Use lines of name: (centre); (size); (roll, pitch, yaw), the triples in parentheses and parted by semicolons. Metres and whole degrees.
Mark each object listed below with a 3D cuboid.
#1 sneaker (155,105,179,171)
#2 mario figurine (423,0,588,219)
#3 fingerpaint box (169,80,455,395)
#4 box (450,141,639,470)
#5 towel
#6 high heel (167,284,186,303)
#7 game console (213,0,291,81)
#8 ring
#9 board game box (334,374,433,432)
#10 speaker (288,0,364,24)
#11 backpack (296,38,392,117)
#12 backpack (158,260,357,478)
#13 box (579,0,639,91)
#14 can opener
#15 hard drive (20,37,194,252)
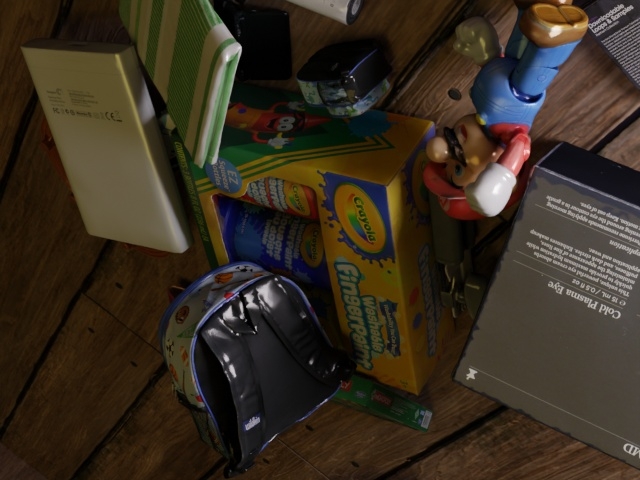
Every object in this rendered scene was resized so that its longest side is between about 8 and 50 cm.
sneaker: (-0.242, -0.168, 1.747); (0.086, 0.085, 0.237); (51, 148, 0)
mario figurine: (0.197, -0.159, 1.296); (0.170, 0.198, 0.320); (28, 129, 15)
fingerpaint box: (0.000, 0.000, 1.670); (0.371, 0.163, 0.444); (16, 139, 26)
box: (0.388, 0.090, 1.348); (0.343, 0.179, 0.312); (25, 113, 16)
towel: (-0.204, -0.295, 1.493); (0.324, 0.038, 0.248); (60, 152, 27)
high heel: (-0.192, 0.149, 2.054); (0.244, 0.082, 0.117); (19, 151, 42)
game console: (-0.100, -0.299, 1.558); (0.107, 0.071, 0.122); (49, 154, 37)
ring: (-0.395, -0.091, 1.940); (0.337, 0.032, 0.336); (33, 152, 21)
board game box: (0.050, 0.269, 1.886); (0.214, 0.046, 0.317); (15, 170, 27)
speaker: (-0.013, -0.334, 1.414); (0.136, 0.055, 0.055); (24, 141, 16)
backpack: (0.030, -0.219, 1.462); (0.114, 0.105, 0.084); (7, 133, 41)
backpack: (-0.115, 0.165, 1.615); (0.213, 0.276, 0.263); (22, 139, 42)
box: (0.387, -0.234, 1.224); (0.162, 0.029, 0.116); (44, 142, -12)
can opener: (0.220, 0.006, 1.573); (0.095, 0.076, 0.283); (15, 136, 28)
hard drive: (-0.344, -0.153, 1.735); (0.233, 0.047, 0.353); (11, 127, 35)
